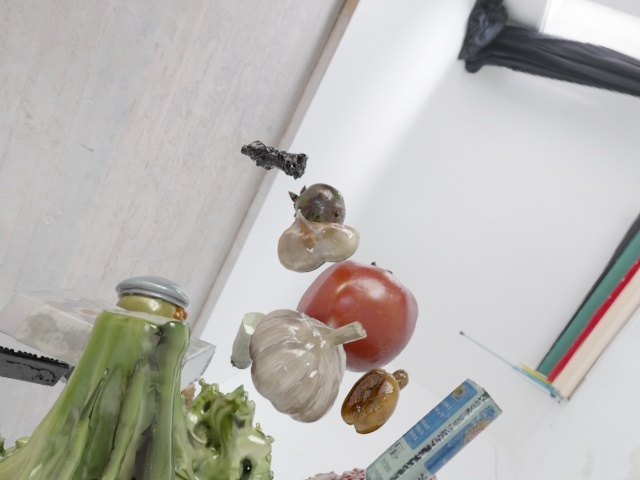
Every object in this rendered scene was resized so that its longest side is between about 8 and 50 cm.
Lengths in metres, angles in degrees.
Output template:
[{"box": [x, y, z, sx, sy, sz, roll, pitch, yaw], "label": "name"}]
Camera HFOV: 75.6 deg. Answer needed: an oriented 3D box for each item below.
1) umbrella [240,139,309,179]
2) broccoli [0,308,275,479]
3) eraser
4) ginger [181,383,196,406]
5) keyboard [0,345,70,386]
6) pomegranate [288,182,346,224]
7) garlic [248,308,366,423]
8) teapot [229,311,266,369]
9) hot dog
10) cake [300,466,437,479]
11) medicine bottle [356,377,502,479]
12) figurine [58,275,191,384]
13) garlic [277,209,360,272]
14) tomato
[{"box": [-0.181, -0.310, 1.576, 0.122, 0.272, 0.110, 4, 103, -73], "label": "umbrella"}, {"box": [-0.150, 0.179, 0.328, 0.247, 0.262, 0.244, -174, -85, -73], "label": "broccoli"}, {"box": [-0.450, 0.211, 0.892, 0.213, 0.396, 0.082, 33, 76, -82], "label": "eraser"}, {"box": [-0.459, 0.587, 1.479, 0.193, 0.052, 0.177, 8, 100, -34], "label": "ginger"}, {"box": [-0.650, 0.251, 0.849, 0.072, 0.023, 0.231, -46, 131, 11], "label": "keyboard"}, {"box": [-0.006, -0.088, 1.102, 0.148, 0.169, 0.149, -12, 125, -18], "label": "pomegranate"}, {"box": [-0.011, 0.204, 0.769, 0.212, 0.219, 0.218, -37, 166, 15], "label": "garlic"}, {"box": [-0.193, 0.293, 1.191, 0.107, 0.077, 0.200, 3, 135, -26], "label": "teapot"}, {"box": [0.100, 0.283, 0.748, 0.140, 0.089, 0.060, -53, 127, -20], "label": "hot dog"}, {"box": [0.081, 0.603, 0.750, 0.270, 0.319, 0.270, 18, 59, -73], "label": "cake"}, {"box": [0.111, 0.230, 0.452, 0.191, 0.051, 0.051, -38, 160, -4], "label": "medicine bottle"}, {"box": [-0.531, 0.237, 1.135, 0.382, 0.224, 0.205, -58, 143, -53], "label": "figurine"}, {"box": [-0.003, 0.003, 0.866, 0.099, 0.174, 0.124, 54, 29, -50], "label": "garlic"}, {"box": [0.091, 0.200, 1.121, 0.290, 0.293, 0.325, -62, -162, -15], "label": "tomato"}]
